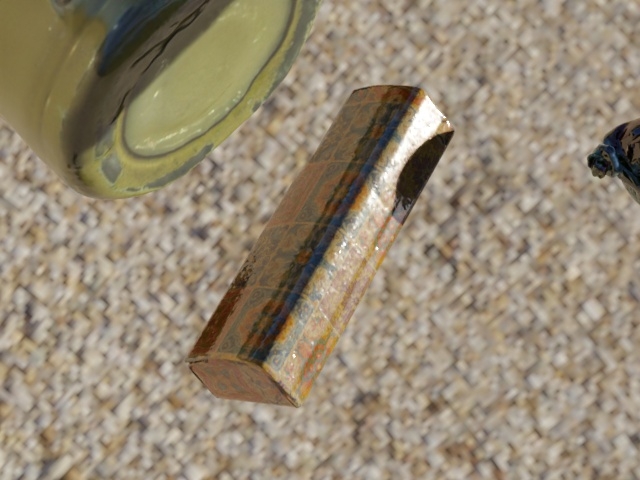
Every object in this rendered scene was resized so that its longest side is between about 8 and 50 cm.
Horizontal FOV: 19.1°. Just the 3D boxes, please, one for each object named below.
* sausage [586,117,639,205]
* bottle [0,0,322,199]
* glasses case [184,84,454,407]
[{"bbox_3d":[0.332,-0.046,1.266,0.372,0.082,0.082,0,59,-28],"label":"sausage"},{"bbox_3d":[-0.176,-0.188,0.946,0.351,0.171,0.171,41,43,17],"label":"bottle"},{"bbox_3d":[0.000,0.000,1.173,0.049,0.075,0.218,50,58,-35],"label":"glasses case"}]
